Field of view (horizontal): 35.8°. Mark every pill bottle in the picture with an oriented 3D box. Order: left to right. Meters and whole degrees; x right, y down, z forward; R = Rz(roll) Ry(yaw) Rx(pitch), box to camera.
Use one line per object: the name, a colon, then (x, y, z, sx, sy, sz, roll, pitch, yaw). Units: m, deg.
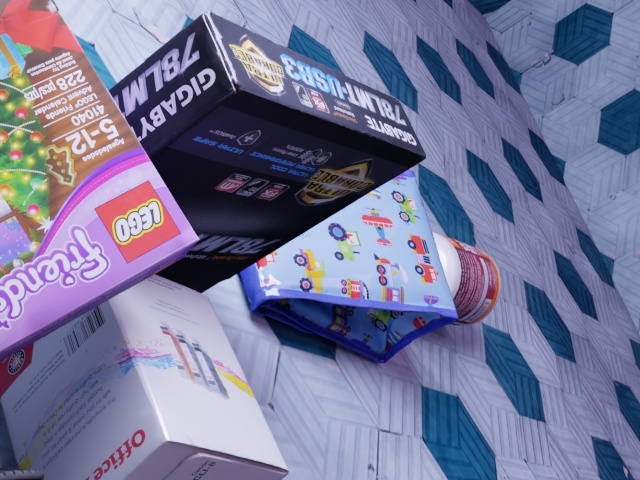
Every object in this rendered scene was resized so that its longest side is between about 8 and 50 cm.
pill bottle: (0.158, 0.052, 1.392, 0.221, 0.121, 0.121, 17, 46, -56)

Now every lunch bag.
lunch bag: (0.000, 0.000, 1.176, 0.293, 0.138, 0.221, 18, 47, -41)

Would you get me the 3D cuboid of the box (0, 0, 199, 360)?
box: (-0.247, -0.011, 0.573, 0.293, 0.057, 0.201, -31, 88, -24)

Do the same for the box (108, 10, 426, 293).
box: (-0.102, -0.041, 0.809, 0.295, 0.293, 0.073, 9, 52, -60)

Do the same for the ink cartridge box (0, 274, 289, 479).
ink cartridge box: (-0.133, 0.125, 0.708, 0.127, 0.128, 0.176, 29, 24, -47)

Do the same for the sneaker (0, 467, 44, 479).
sneaker: (-0.254, 0.203, 0.478, 0.330, 0.122, 0.146, -10, 88, -65)
